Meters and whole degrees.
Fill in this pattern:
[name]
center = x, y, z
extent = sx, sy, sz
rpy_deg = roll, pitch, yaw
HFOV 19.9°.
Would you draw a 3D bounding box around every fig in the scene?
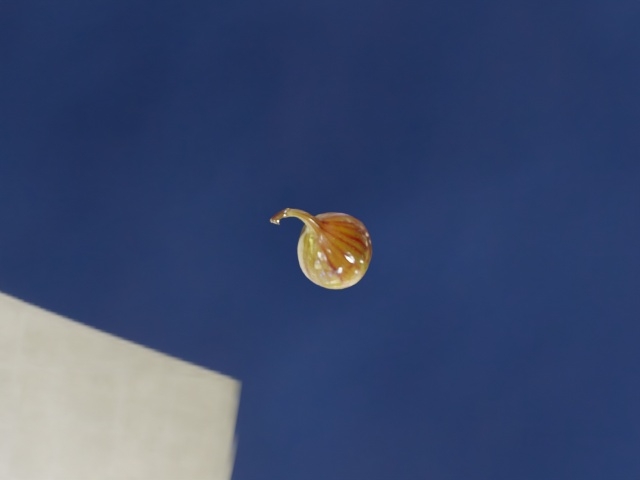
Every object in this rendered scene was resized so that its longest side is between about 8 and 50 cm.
[fig]
center = 0.000, 0.000, 1.168
extent = 0.083, 0.050, 0.050
rpy_deg = 37, -110, -46
